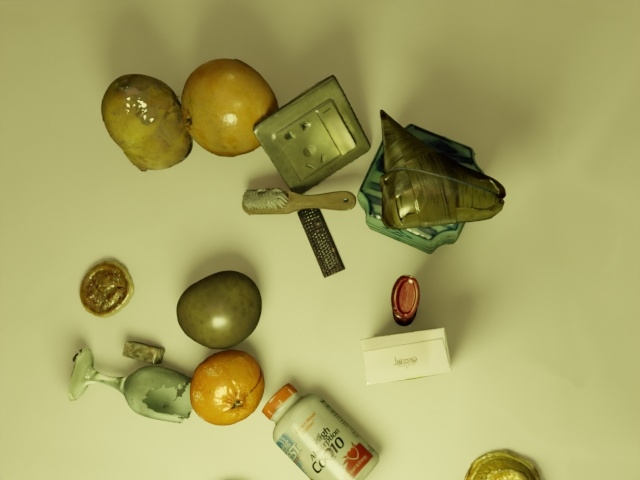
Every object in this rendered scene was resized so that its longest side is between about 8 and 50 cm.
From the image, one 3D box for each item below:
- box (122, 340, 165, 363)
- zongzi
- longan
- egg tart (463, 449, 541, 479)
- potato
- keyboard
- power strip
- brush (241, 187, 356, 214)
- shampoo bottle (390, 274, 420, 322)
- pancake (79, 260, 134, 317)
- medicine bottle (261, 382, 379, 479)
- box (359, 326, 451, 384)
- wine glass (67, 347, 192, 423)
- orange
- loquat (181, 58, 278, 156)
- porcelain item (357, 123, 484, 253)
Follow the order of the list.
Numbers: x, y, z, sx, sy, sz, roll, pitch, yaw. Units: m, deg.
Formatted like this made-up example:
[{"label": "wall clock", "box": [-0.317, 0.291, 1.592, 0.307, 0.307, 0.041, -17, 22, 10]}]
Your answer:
[{"label": "box", "box": [-0.463, 0.294, 1.862, 0.098, 0.062, 0.045, 13, 83, 8]}, {"label": "zongzi", "box": [0.274, -0.183, 1.672, 0.286, 0.138, 0.300, -7, 78, 1]}, {"label": "longan", "box": [-0.255, 0.178, 1.794, 0.220, 0.196, 0.197, -14, 76, -1]}, {"label": "egg tart", "box": [0.433, 0.591, 1.675, 0.191, 0.074, 0.191, -2, 79, 9]}, {"label": "potato", "box": [-0.473, -0.336, 1.900, 0.229, 0.266, 0.229, -2, 74, 9]}, {"label": "keyboard", "box": [0.000, 0.000, 1.890, 0.063, 0.010, 0.198, -23, 76, 0]}, {"label": "power strip", "box": [-0.023, -0.277, 1.864, 0.251, 0.257, 0.092, -29, 38, 5]}, {"label": "brush", "box": [-0.067, -0.107, 1.857, 0.327, 0.065, 0.070, 1, 73, 22]}, {"label": "shampoo bottle", "box": [0.203, 0.151, 1.701, 0.064, 0.260, 0.102, 5, 79, 8]}, {"label": "pancake", "box": [-0.584, 0.131, 1.931, 0.158, 0.028, 0.158, -1, 80, 8]}, {"label": "medicine bottle", "box": [-0.009, 0.479, 1.713, 0.288, 0.157, 0.157, 42, 86, 14]}, {"label": "box", "box": [0.202, 0.274, 1.677, 0.194, 0.260, 0.111, -10, 81, 7]}, {"label": "wine glass", "box": [-0.477, 0.373, 1.811, 0.321, 0.143, 0.144, 10, 79, 8]}, {"label": "orange", "box": [-0.227, 0.364, 1.749, 0.161, 0.193, 0.193, 28, 82, 45]}, {"label": "loquat", "box": [-0.240, -0.354, 1.872, 0.262, 0.263, 0.263, -2, 78, 7]}, {"label": "porcelain item", "box": [0.255, -0.133, 1.812, 0.281, 0.157, 0.286, 25, 82, 13]}]
